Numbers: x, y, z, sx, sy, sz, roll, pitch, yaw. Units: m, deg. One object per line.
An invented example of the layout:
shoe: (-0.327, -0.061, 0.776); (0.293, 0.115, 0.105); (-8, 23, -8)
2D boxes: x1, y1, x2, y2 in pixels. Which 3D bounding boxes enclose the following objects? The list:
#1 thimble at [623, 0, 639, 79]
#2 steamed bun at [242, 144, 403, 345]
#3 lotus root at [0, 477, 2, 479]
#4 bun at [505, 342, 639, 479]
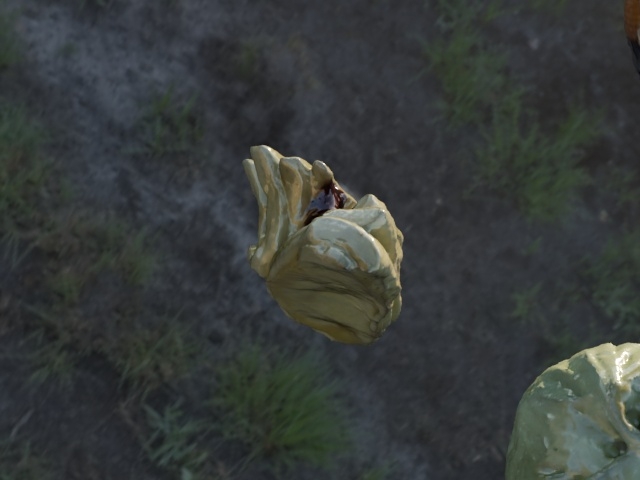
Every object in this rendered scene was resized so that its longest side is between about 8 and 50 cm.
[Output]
thimble: (0.327, -0.144, 0.885); (0.237, 0.237, 0.150); (13, 31, -22)
steamed bun: (0.000, 0.000, 1.822); (0.247, 0.428, 0.189); (11, 73, 7)
lotus root: (-0.393, 0.298, 1.514); (0.080, 0.179, 0.089); (-7, 78, -29)
bun: (0.246, 0.167, 1.025); (0.212, 0.126, 0.204); (35, 65, 17)
